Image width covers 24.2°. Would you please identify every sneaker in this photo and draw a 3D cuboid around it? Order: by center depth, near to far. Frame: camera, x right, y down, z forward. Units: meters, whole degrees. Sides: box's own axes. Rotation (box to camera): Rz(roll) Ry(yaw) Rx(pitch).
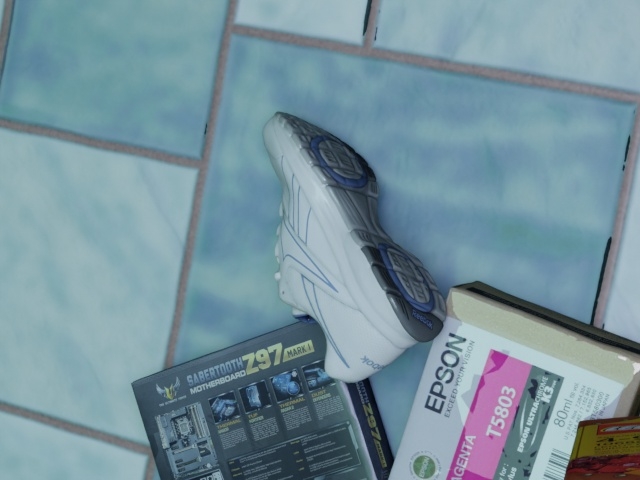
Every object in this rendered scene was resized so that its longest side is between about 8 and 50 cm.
[{"bbox_3d":[0.000,0.000,1.397,0.129,0.111,0.297,-44,50,25],"label":"sneaker"}]

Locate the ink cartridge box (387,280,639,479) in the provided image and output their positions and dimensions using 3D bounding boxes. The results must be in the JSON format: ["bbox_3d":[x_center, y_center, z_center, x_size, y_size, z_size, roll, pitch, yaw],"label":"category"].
[{"bbox_3d":[0.180,0.178,1.368,0.193,0.088,0.234,20,99,20],"label":"ink cartridge box"}]

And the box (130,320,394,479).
[{"bbox_3d":[-0.057,0.190,1.480,0.233,0.059,0.183,-22,83,22],"label":"box"}]

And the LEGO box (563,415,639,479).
[{"bbox_3d":[0.437,0.227,1.066,0.500,0.372,0.193,-5,89,11],"label":"LEGO box"}]
